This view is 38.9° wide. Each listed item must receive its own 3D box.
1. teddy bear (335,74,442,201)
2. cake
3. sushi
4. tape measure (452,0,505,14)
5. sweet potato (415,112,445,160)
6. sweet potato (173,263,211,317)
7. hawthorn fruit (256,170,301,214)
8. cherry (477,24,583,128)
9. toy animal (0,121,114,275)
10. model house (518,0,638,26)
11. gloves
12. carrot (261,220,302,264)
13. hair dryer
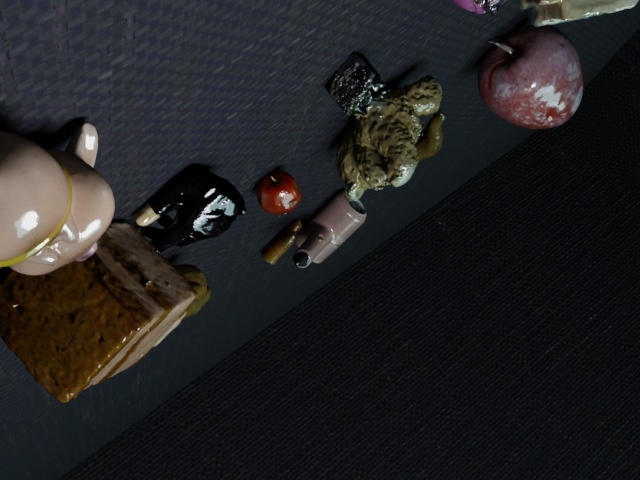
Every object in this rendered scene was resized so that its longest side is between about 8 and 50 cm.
[{"bbox_3d":[0.120,-0.195,1.827,0.256,0.156,0.267,118,-5,-57],"label":"teddy bear"},{"bbox_3d":[-0.323,0.086,1.367,0.196,0.199,0.293,-47,173,18],"label":"cake"},{"bbox_3d":[0.061,-0.256,1.519,0.083,0.085,0.056,-40,170,17],"label":"sushi"},{"bbox_3d":[0.247,-0.414,1.385,0.125,0.118,0.074,-57,167,4],"label":"tape measure"},{"bbox_3d":[0.299,-0.271,2.433,0.069,0.059,0.249,4,153,-16],"label":"sweet potato"},{"bbox_3d":[-0.289,0.108,1.848,0.124,0.098,0.310,-8,169,-6],"label":"sweet potato"},{"bbox_3d":[-0.082,-0.097,1.766,0.093,0.093,0.093,-38,171,-7],"label":"hawthorn fruit"},{"bbox_3d":[0.491,-0.390,2.125,0.236,0.285,0.213,-29,-144,44],"label":"cherry"},{"bbox_3d":[-0.317,-0.036,0.951,0.165,0.149,0.248,-27,179,7],"label":"toy animal"},{"bbox_3d":[0.454,-0.504,1.525,0.312,0.245,0.280,-12,-163,-4],"label":"model house"},{"bbox_3d":[-0.220,-0.027,1.460,0.181,0.106,0.129,-45,171,15],"label":"gloves"},{"bbox_3d":[-0.092,0.002,2.276,0.139,0.048,0.048,-46,169,26],"label":"carrot"},{"bbox_3d":[0.000,0.000,2.245,0.189,0.107,0.344,-43,-176,23],"label":"hair dryer"}]
